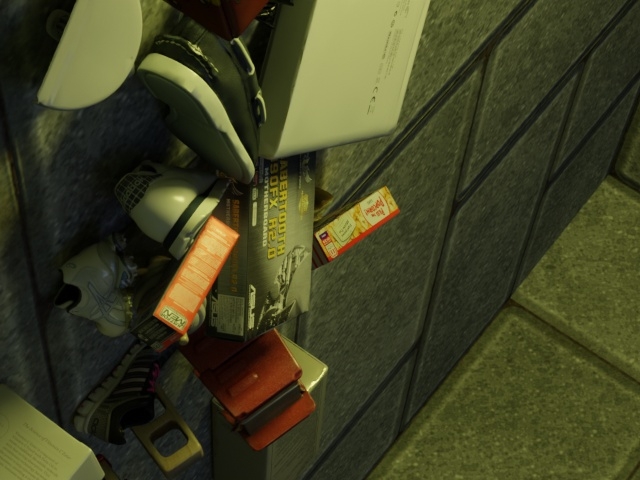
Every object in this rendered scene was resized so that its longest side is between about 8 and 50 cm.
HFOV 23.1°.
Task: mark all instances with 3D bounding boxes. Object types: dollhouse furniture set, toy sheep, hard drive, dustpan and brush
[{"bbox_3d":[-0.198,0.242,2.033,0.374,0.152,0.201,-35,160,-9],"label":"dollhouse furniture set"},{"bbox_3d":[-0.171,0.068,1.762,0.091,0.132,0.091,-12,142,-9],"label":"toy sheep"},{"bbox_3d":[0.032,-0.224,1.831,0.353,0.047,0.233,-19,127,-65],"label":"hard drive"},{"bbox_3d":[-0.193,-0.168,1.370,0.147,0.060,0.211,-68,158,-2],"label":"dustpan and brush"}]

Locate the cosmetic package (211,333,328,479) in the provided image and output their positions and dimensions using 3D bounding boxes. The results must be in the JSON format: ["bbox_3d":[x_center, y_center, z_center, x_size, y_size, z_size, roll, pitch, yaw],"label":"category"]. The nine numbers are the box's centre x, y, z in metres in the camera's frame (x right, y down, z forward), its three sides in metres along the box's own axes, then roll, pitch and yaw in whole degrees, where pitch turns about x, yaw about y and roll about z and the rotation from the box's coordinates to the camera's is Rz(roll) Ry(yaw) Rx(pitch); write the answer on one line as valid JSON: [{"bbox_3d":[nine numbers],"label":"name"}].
[{"bbox_3d":[-0.081,0.292,2.452,0.160,0.113,0.309,-48,162,-28],"label":"cosmetic package"}]

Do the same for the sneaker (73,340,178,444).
[{"bbox_3d":[-0.220,0.184,1.907,0.170,0.075,0.063,-48,162,-28],"label":"sneaker"}]

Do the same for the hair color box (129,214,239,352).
[{"bbox_3d":[-0.146,0.046,1.690,0.072,0.043,0.141,-35,-157,56],"label":"hair color box"}]

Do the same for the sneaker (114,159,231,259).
[{"bbox_3d":[-0.157,-0.048,1.643,0.090,0.095,0.235,-58,-176,4],"label":"sneaker"}]

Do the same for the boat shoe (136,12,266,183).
[{"bbox_3d":[-0.099,-0.141,1.564,0.091,0.114,0.302,-58,171,-10],"label":"boat shoe"}]

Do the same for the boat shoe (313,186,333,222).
[{"bbox_3d":[-0.022,-0.038,2.099,0.135,0.050,0.045,-21,136,-63],"label":"boat shoe"}]

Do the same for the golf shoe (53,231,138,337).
[{"bbox_3d":[-0.244,0.055,1.655,0.086,0.069,0.176,-20,152,-19],"label":"golf shoe"}]

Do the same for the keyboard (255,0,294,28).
[{"bbox_3d":[-0.075,-0.267,1.565,0.192,0.038,0.100,-7,106,-68],"label":"keyboard"}]

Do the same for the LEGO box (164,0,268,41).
[{"bbox_3d":[-0.053,-0.421,1.017,0.372,0.193,0.500,-52,163,-13],"label":"LEGO box"}]

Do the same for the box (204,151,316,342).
[{"bbox_3d":[-0.069,-0.012,1.840,0.183,0.056,0.231,-20,115,-64],"label":"box"}]

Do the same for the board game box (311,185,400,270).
[{"bbox_3d":[0.000,0.000,2.121,0.147,0.045,0.193,-26,-174,39],"label":"board game box"}]

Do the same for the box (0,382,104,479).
[{"bbox_3d":[-0.332,0.262,1.635,0.170,0.130,0.091,-50,162,-19],"label":"box"}]
